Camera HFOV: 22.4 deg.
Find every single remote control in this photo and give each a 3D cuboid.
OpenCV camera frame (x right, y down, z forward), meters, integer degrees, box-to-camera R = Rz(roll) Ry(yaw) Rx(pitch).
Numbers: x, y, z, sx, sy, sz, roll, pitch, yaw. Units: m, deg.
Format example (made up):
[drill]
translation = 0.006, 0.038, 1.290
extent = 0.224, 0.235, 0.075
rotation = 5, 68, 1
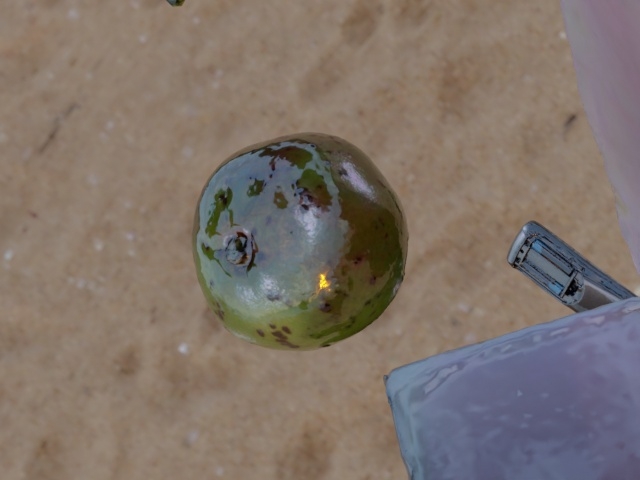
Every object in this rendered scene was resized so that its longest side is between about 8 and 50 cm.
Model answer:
[remote control]
translation = 0.265, 0.061, 1.511
extent = 0.212, 0.028, 0.059
rotation = 39, 131, 17

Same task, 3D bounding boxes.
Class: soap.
[soap]
translation = 0.201, 0.181, 0.983
extent = 0.285, 0.107, 0.296
rotation = -14, 57, 8

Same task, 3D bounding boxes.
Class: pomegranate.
[pomegranate]
translation = 0.000, 0.000, 0.829
extent = 0.115, 0.142, 0.114
rotation = 3, 95, 32

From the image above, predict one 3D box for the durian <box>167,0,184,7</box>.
[durian]
translation = -0.024, -0.285, 0.769
extent = 0.106, 0.132, 0.375
rotation = -46, -20, -52

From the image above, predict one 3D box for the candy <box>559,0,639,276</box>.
[candy]
translation = 0.207, -0.058, 0.771
extent = 0.116, 0.265, 0.155
rotation = -28, 37, -5
